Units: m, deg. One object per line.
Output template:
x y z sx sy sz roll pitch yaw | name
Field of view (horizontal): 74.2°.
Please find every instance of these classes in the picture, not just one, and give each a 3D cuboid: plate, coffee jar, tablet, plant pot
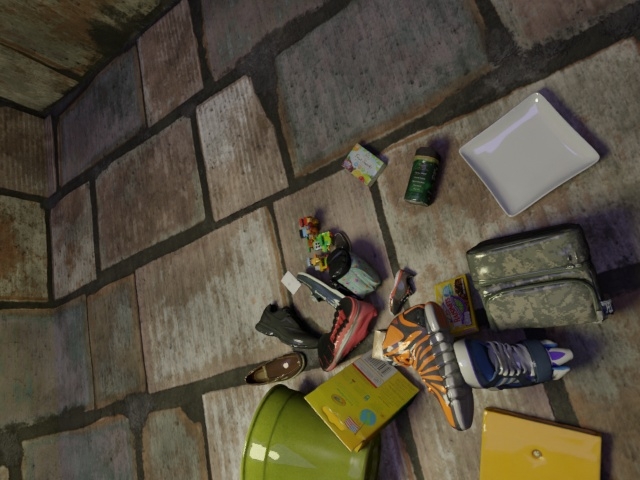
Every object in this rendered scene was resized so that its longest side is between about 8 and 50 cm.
0.604 -0.250 1.254 0.278 0.045 0.277 -38 64 21 | plate
0.335 -0.207 1.381 0.079 0.096 0.184 13 90 29 | coffee jar
-0.115 0.164 1.650 0.083 0.006 0.054 44 106 29 | tablet
-0.005 0.672 1.326 0.353 0.366 0.366 5 85 21 | plant pot

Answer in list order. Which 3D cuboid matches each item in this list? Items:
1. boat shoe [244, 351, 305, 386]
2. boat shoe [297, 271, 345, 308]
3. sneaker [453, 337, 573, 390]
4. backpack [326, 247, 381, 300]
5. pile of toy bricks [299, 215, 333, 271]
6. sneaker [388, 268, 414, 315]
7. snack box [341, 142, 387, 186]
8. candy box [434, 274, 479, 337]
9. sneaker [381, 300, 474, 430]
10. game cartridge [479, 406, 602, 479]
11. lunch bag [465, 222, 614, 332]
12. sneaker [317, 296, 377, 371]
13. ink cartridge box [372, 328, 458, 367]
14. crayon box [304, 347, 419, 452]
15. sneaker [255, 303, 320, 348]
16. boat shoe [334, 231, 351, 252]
-0.175 0.491 1.581 0.258 0.095 0.095 -32 67 24 | boat shoe
0.010 0.193 1.521 0.255 0.095 0.079 26 85 23 | boat shoe
0.499 0.295 1.072 0.236 0.323 0.130 -27 52 26 | sneaker
0.113 0.117 1.418 0.115 0.182 0.151 -39 28 24 | backpack
0.000 0.000 1.543 0.105 0.118 0.212 -16 75 21 | pile of toy bricks
0.268 0.175 1.385 0.065 0.061 0.157 13 90 26 | sneaker
0.157 -0.273 1.534 0.141 0.037 0.100 43 103 29 | snack box
0.397 0.195 1.251 0.105 0.027 0.205 -27 31 27 | candy box
0.271 0.333 1.103 0.180 0.125 0.320 -28 57 28 | sneaker
0.576 0.644 1.130 0.286 0.053 0.323 3 86 32 | game cartridge
0.574 0.108 1.130 0.305 0.213 0.255 -16 91 29 | lunch bag
0.095 0.332 1.431 0.313 0.136 0.116 -66 28 26 | sneaker
0.298 0.326 1.261 0.235 0.193 0.088 6 85 33 | ink cartridge box
0.120 0.480 1.276 0.202 0.319 0.081 41 132 30 | crayon box
-0.116 0.317 1.573 0.287 0.109 0.130 16 83 29 | sneaker
0.082 0.038 1.523 0.056 0.049 0.152 -28 70 24 | boat shoe
